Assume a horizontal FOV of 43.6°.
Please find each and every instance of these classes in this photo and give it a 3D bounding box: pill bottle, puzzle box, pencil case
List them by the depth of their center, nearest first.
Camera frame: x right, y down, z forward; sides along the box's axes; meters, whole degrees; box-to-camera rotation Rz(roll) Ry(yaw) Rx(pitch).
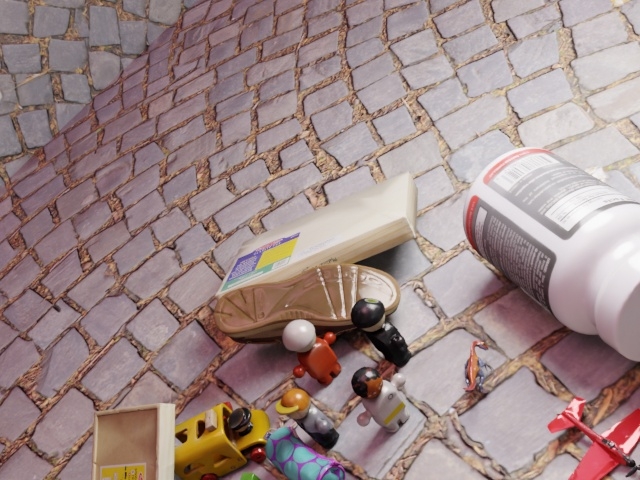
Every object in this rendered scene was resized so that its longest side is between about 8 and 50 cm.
[{"bbox_3d":[0.394,0.013,1.216,0.210,0.210,0.363,-37,36,-3],"label":"pill bottle"},{"bbox_3d":[-0.027,0.354,1.283,0.152,0.065,0.070,23,90,49],"label":"pencil case"},{"bbox_3d":[0.000,0.000,1.606,0.409,0.052,0.272,-23,19,17],"label":"puzzle box"}]

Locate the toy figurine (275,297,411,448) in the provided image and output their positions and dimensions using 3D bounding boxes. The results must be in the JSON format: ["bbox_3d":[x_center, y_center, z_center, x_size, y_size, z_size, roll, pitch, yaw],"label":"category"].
[{"bbox_3d":[0.038,0.217,1.318,0.213,0.148,0.209,-17,40,23],"label":"toy figurine"}]

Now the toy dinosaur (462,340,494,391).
[{"bbox_3d":[0.246,0.195,1.251,0.047,0.090,0.082,-5,75,13],"label":"toy dinosaur"}]

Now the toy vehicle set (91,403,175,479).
[{"bbox_3d":[-0.322,0.418,1.357,0.166,0.035,0.266,-13,70,32],"label":"toy vehicle set"}]

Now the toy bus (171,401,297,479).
[{"bbox_3d":[-0.170,0.337,1.382,0.191,0.104,0.202,6,53,42],"label":"toy bus"}]

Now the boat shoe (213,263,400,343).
[{"bbox_3d":[-0.018,0.135,1.478,0.342,0.123,0.123,-12,54,7],"label":"boat shoe"}]

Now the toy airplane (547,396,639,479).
[{"bbox_3d":[0.377,0.268,1.094,0.151,0.028,0.151,-20,37,17],"label":"toy airplane"}]
